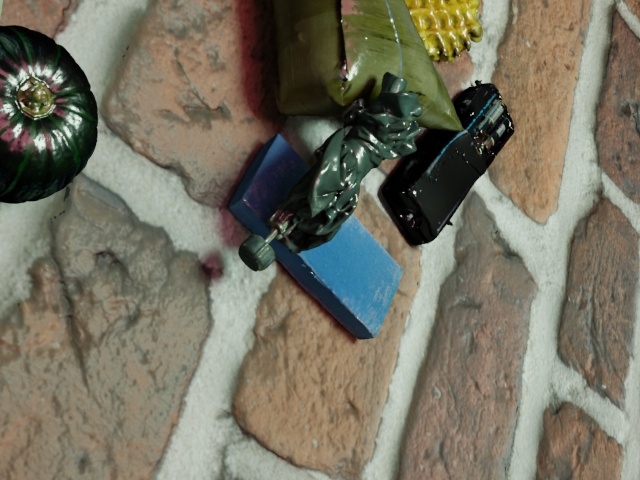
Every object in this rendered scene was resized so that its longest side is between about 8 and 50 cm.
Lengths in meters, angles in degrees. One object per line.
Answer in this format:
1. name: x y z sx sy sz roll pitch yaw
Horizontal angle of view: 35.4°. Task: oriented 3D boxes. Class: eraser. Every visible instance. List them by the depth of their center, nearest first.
1. eraser: 0.000 0.000 1.482 0.312 0.043 0.144 46 49 -26

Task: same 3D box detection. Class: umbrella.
1. umbrella: 0.023 -0.082 1.383 0.349 0.094 0.143 -46 137 -24

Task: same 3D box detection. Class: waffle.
1. waffle: 0.178 -0.467 1.787 0.329 0.062 0.329 13 71 -42

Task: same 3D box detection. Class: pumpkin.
1. pumpkin: -0.339 -0.141 1.110 0.202 0.140 0.201 18 63 -40

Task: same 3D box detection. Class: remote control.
1. remote control: 0.241 -0.144 1.756 0.144 0.062 0.399 57 46 -18

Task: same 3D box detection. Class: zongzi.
1. zongzi: 0.087 -0.354 1.572 0.393 0.174 0.355 2 81 -45

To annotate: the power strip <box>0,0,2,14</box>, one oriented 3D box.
1. power strip: -0.445 -0.254 0.906 0.161 0.358 0.357 -3 80 -47
